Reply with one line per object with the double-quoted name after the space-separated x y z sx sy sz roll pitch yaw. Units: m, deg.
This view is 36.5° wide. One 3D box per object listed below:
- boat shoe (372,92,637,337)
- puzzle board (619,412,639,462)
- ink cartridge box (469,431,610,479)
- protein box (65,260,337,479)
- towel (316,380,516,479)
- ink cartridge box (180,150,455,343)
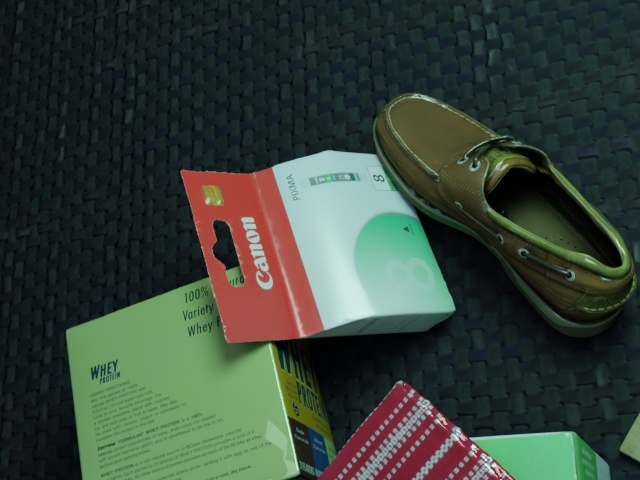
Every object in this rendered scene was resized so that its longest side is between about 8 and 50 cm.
0.167 -0.052 0.886 0.110 0.104 0.307 -38 64 -18 "boat shoe"
0.326 0.146 0.816 0.096 0.011 0.128 29 84 27 "puzzle board"
0.158 0.301 0.711 0.121 0.211 0.289 -8 68 20 "ink cartridge box"
-0.107 0.161 0.904 0.200 0.136 0.201 -20 62 11 "protein box"
0.088 0.250 0.625 0.275 0.031 0.199 42 95 33 "towel"
0.000 0.000 0.894 0.056 0.224 0.181 -45 54 43 "ink cartridge box"
